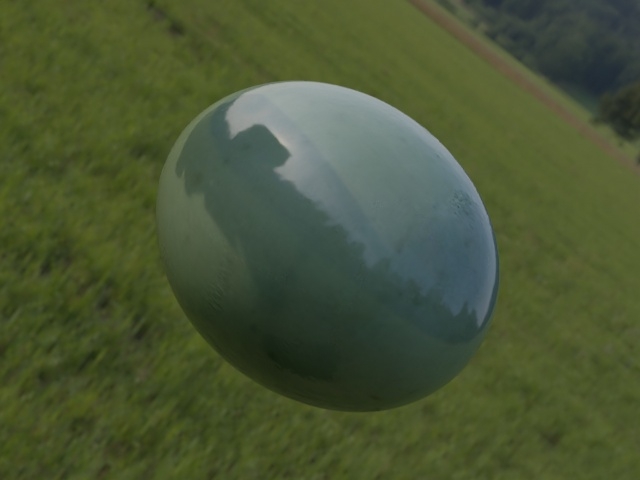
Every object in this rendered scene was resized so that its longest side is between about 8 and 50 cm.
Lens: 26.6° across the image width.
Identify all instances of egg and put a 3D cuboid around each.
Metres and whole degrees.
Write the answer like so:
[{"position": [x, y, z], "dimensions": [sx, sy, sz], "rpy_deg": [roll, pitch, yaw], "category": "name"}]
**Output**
[{"position": [0.000, 0.000, 1.231], "dimensions": [0.276, 0.276, 0.389], "rpy_deg": [29, 10, -42], "category": "egg"}]
